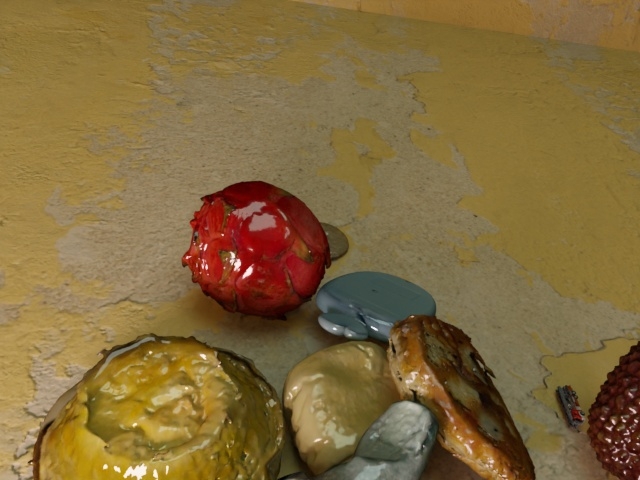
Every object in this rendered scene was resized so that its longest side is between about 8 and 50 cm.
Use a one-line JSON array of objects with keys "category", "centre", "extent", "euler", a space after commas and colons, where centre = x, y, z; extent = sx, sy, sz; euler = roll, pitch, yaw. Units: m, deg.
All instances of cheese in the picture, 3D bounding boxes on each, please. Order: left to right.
[{"category": "cheese", "centre": [0.058, 0.256, 1.031], "extent": [0.225, 0.117, 0.214], "euler": [-6, 47, -29]}]

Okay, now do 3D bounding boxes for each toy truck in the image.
[{"category": "toy truck", "centre": [0.419, 0.279, 1.169], "extent": [0.032, 0.024, 0.083], "euler": [8, 38, -11]}]

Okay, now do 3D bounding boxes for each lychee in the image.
[{"category": "lychee", "centre": [0.532, 0.271, 1.053], "extent": [0.271, 0.271, 0.271], "euler": [8, 38, -6]}]

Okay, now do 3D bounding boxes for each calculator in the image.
[{"category": "calculator", "centre": [0.098, 0.112, 1.212], "extent": [0.188, 0.042, 0.302], "euler": [25, 18, 22]}]

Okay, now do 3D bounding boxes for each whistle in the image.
[{"category": "whistle", "centre": [0.031, 0.338, 0.843], "extent": [0.189, 0.189, 0.348], "euler": [35, 58, 26]}]

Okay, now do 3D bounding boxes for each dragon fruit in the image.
[{"category": "dragon fruit", "centre": [-0.109, 0.017, 1.193], "extent": [0.252, 0.241, 0.241], "euler": [40, 41, 0]}]

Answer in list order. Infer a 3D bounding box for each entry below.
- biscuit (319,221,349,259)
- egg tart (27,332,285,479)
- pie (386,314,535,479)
[{"category": "biscuit", "centre": [0.000, 0.000, 1.412], "extent": [0.120, 0.015, 0.120], "euler": [8, 38, -6]}, {"category": "egg tart", "centre": [-0.214, 0.244, 0.930], "extent": [0.345, 0.132, 0.345], "euler": [2, 43, -2]}, {"category": "pie", "centre": [0.203, 0.229, 1.032], "extent": [0.308, 0.085, 0.308], "euler": [40, 22, -20]}]
